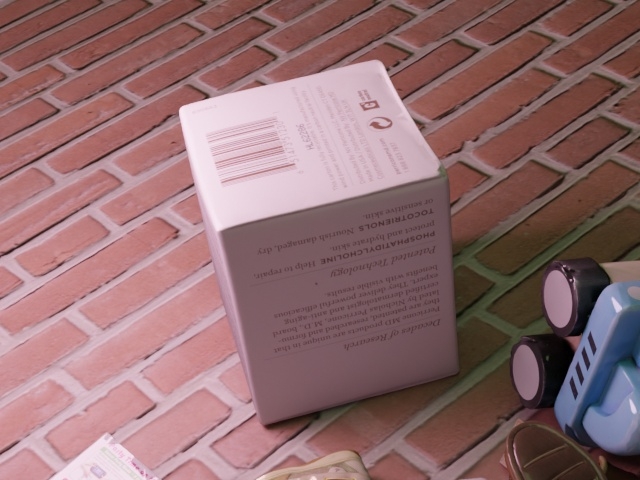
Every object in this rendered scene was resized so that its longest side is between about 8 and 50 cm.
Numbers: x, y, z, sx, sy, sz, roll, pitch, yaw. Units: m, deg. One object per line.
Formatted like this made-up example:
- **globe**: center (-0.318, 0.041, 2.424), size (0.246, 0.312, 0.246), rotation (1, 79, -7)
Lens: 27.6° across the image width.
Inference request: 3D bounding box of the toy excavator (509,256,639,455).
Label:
- **toy excavator**: center (0.470, 0.176, 1.667), size (0.222, 0.433, 0.445), rotation (-3, 41, -20)

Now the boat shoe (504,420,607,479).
- **boat shoe**: center (0.338, 0.370, 1.658), size (0.111, 0.104, 0.307), rotation (-28, 60, -19)

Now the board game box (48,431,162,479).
- **board game box**: center (-0.304, 0.412, 1.616), size (0.303, 0.097, 0.224), rotation (-38, 52, -26)

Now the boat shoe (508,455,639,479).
- **boat shoe**: center (0.378, 0.338, 1.740), size (0.258, 0.095, 0.095), rotation (5, 42, 15)

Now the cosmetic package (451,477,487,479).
- **cosmetic package**: center (0.241, 0.444, 1.469), size (0.230, 0.161, 0.453), rotation (4, 17, -40)

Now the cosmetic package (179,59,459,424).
- **cosmetic package**: center (0.000, 0.000, 1.966), size (0.327, 0.393, 0.329), rotation (-15, 41, -7)

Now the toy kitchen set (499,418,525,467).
- **toy kitchen set**: center (0.306, 0.307, 1.846), size (0.068, 0.075, 0.083), rotation (-59, 14, -1)

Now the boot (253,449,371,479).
- **boot**: center (-0.010, 0.384, 1.766), size (0.213, 0.077, 0.165), rotation (-18, 43, -16)
